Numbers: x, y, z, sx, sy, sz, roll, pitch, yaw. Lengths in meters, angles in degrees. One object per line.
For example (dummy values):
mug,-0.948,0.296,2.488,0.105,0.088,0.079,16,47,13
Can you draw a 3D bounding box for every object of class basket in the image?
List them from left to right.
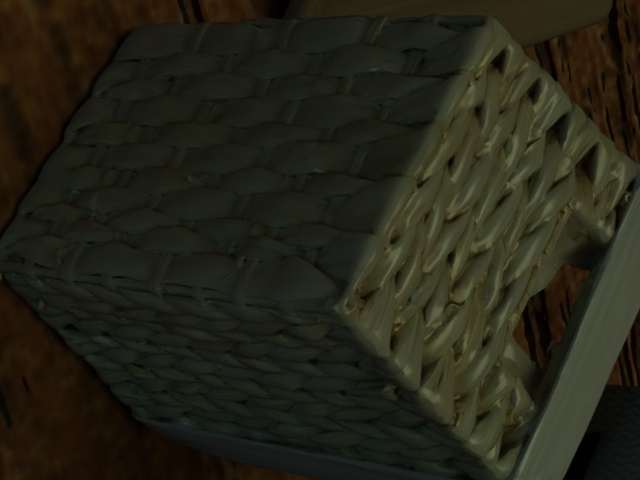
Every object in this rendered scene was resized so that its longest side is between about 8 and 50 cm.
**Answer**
basket,0.000,0.000,0.545,0.103,0.167,0.113,47,61,-39

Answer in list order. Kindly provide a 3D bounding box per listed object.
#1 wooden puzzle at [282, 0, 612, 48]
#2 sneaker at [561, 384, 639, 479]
wooden puzzle,0.087,-0.172,0.659,0.221,0.044,0.239,-22,144,-47
sneaker,0.055,0.156,0.482,0.258,0.094,0.091,-53,126,-35
